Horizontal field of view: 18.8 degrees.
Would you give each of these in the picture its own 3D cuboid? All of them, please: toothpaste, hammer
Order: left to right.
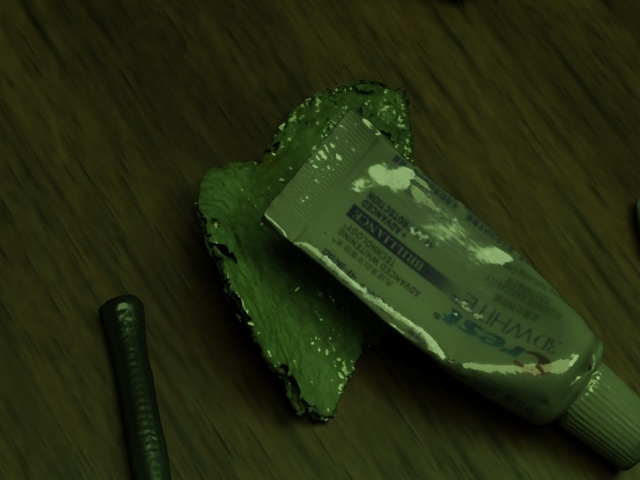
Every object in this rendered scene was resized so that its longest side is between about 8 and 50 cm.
[{"bbox_3d":[-0.104,0.141,1.140,0.103,0.029,0.246,-6,60,-18],"label":"hammer"},{"bbox_3d":[0.099,0.039,1.210,0.282,0.068,0.099,41,26,-2],"label":"toothpaste"}]

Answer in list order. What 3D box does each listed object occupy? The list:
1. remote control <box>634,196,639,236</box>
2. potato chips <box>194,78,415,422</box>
[{"bbox_3d":[0.278,-0.007,1.328,0.124,0.018,0.053,3,58,-13],"label":"remote control"},{"bbox_3d":[0.002,-0.005,1.238,0.167,0.059,0.228,39,53,3],"label":"potato chips"}]
